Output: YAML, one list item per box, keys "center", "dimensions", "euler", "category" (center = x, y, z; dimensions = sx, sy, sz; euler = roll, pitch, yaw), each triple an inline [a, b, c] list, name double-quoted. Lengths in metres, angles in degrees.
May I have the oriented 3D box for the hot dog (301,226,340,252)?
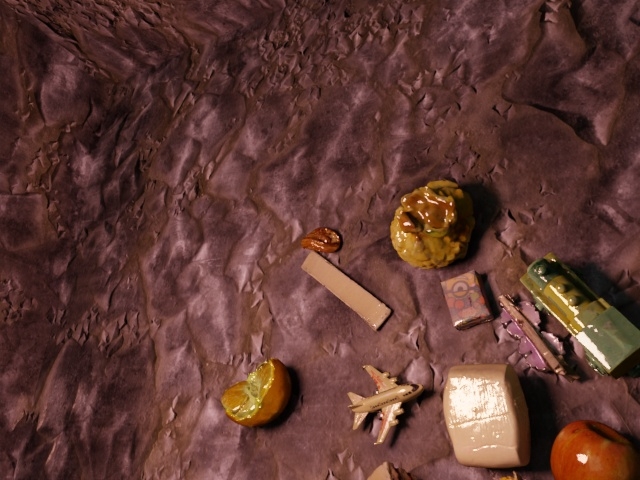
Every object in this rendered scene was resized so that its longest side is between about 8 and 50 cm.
- center: [0.000, 0.003, 2.009]
  dimensions: [0.147, 0.065, 0.099]
  euler: [10, 37, 39]
  category: "hot dog"

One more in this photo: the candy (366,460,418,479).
- center: [0.176, 0.724, 1.403]
  dimensions: [0.179, 0.135, 0.321]
  euler: [-51, 22, 18]
  category: "candy"

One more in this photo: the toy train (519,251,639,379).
- center: [0.623, 0.167, 1.395]
  dimensions: [0.150, 0.237, 0.369]
  euler: [-44, 50, 11]
  category: "toy train"

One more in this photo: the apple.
- center: [0.605, 0.501, 1.273]
  dimensions: [0.196, 0.196, 0.196]
  euler: [-15, 60, 28]
  category: "apple"

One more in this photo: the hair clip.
- center: [0.552, 0.252, 1.509]
  dimensions: [0.106, 0.084, 0.292]
  euler: [-43, 45, 15]
  category: "hair clip"

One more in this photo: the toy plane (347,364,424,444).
- center: [0.187, 0.451, 1.644]
  dimensions: [0.244, 0.092, 0.229]
  euler: [-23, 54, 22]
  category: "toy plane"

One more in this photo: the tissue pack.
- center: [0.416, 0.169, 1.649]
  dimensions: [0.108, 0.060, 0.148]
  euler: [-25, 55, 23]
  category: "tissue pack"

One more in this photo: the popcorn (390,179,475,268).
- center: [0.328, -0.048, 1.712]
  dimensions: [0.224, 0.270, 0.258]
  euler: [32, 131, 43]
  category: "popcorn"

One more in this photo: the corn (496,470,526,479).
- center: [0.373, 0.719, 1.352]
  dimensions: [0.144, 0.144, 0.387]
  euler: [36, 90, 40]
  category: "corn"

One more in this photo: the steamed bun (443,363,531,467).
- center: [0.418, 0.436, 1.453]
  dimensions: [0.200, 0.154, 0.250]
  euler: [-15, 66, 31]
  category: "steamed bun"

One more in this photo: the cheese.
- center: [0.075, 0.153, 1.906]
  dimensions: [0.085, 0.034, 0.400]
  euler: [-52, 50, 1]
  category: "cheese"

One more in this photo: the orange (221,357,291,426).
- center: [-0.185, 0.489, 1.823]
  dimensions: [0.237, 0.158, 0.179]
  euler: [-41, 13, 3]
  category: "orange"
